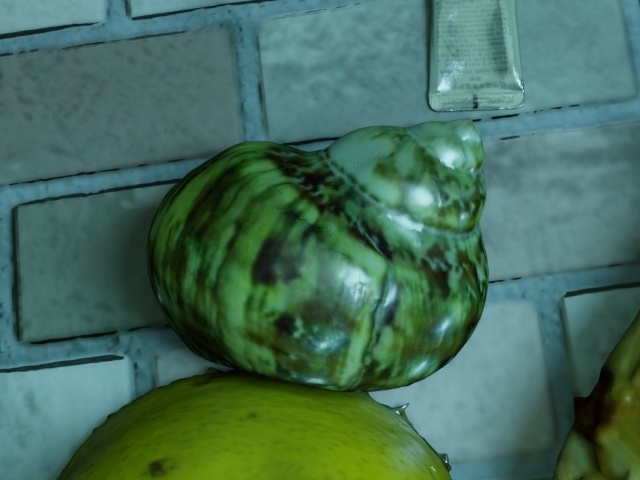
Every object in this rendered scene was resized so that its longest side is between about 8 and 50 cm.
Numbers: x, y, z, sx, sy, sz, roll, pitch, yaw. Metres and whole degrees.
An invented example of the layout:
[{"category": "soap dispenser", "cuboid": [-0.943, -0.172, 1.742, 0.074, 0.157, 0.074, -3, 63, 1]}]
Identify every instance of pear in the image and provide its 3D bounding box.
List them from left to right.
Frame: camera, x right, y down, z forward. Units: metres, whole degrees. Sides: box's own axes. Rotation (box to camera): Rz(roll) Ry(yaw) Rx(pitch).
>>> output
[{"category": "pear", "cuboid": [-0.052, 0.162, 0.612, 0.267, 0.178, 0.266, -3, 69, 7]}]

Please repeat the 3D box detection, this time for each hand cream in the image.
[{"category": "hand cream", "cuboid": [0.091, -0.158, 0.770, 0.057, 0.037, 0.165, -2, 81, 5]}]

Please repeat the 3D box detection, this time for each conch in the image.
[{"category": "conch", "cuboid": [0.000, -0.002, 0.681, 0.181, 0.124, 0.187, -31, 60, -11]}]

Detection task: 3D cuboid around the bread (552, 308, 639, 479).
[{"category": "bread", "cuboid": [0.324, 0.054, 0.580, 0.314, 0.191, 0.370, 28, 86, 38]}]
